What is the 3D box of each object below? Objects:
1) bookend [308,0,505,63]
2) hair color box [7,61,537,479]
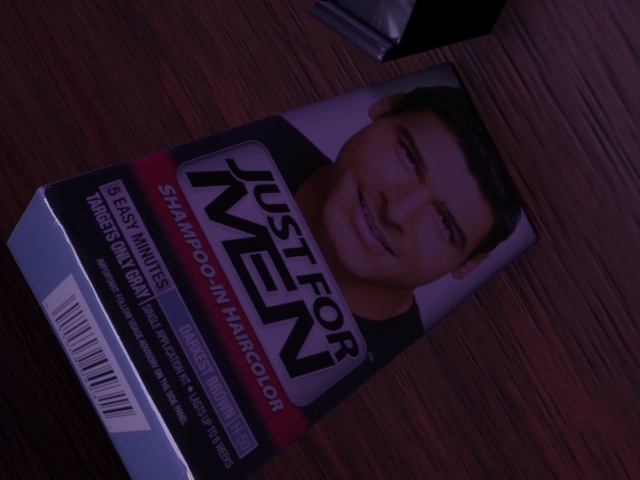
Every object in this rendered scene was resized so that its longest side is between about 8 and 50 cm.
[{"bbox_3d":[0.088,-0.220,0.393,0.072,0.157,0.156,42,137,21],"label":"bookend"},{"bbox_3d":[0.000,0.000,0.438,0.114,0.374,0.185,-25,93,50],"label":"hair color box"}]
